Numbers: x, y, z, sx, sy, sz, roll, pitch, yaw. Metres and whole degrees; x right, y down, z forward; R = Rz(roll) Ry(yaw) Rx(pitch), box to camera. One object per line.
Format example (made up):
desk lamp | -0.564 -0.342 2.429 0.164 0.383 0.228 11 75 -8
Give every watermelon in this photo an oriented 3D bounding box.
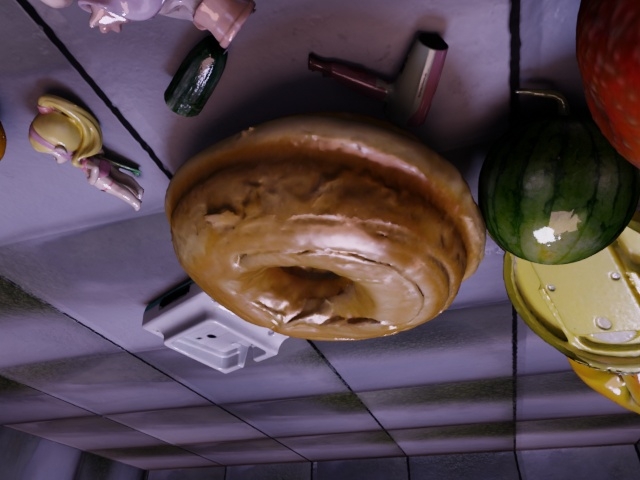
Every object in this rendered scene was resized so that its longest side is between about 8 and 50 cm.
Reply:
watermelon | 0.296 -0.076 0.594 0.187 0.188 0.215 2 104 -2

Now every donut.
donut | 0.000 0.000 0.663 0.448 0.198 0.449 8 147 5

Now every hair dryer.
hair dryer | 0.060 -0.191 0.549 0.154 0.054 0.106 8 139 -2

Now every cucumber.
cucumber | -0.139 -0.192 0.546 0.048 0.048 0.105 25 138 -29

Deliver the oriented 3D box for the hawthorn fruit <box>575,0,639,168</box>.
hawthorn fruit | 0.355 -0.173 0.385 0.275 0.275 0.300 -10 134 15

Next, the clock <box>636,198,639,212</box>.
clock | 0.539 -0.056 0.714 0.244 0.056 0.244 0 145 0

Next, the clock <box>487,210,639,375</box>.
clock | 0.427 0.065 0.729 0.277 0.071 0.294 -14 103 55

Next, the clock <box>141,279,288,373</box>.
clock | -0.224 0.185 1.019 0.262 0.116 0.231 -29 134 33

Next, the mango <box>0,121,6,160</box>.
mango | -0.455 -0.161 0.576 0.105 0.084 0.160 9 126 16

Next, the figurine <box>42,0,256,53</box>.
figurine | -0.185 -0.256 0.388 0.275 0.133 0.200 24 135 -30

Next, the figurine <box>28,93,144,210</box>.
figurine | -0.310 -0.116 0.644 0.083 0.083 0.187 -20 133 26

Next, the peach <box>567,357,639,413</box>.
peach | 0.620 0.168 0.856 0.307 0.289 0.289 -37 145 -14
